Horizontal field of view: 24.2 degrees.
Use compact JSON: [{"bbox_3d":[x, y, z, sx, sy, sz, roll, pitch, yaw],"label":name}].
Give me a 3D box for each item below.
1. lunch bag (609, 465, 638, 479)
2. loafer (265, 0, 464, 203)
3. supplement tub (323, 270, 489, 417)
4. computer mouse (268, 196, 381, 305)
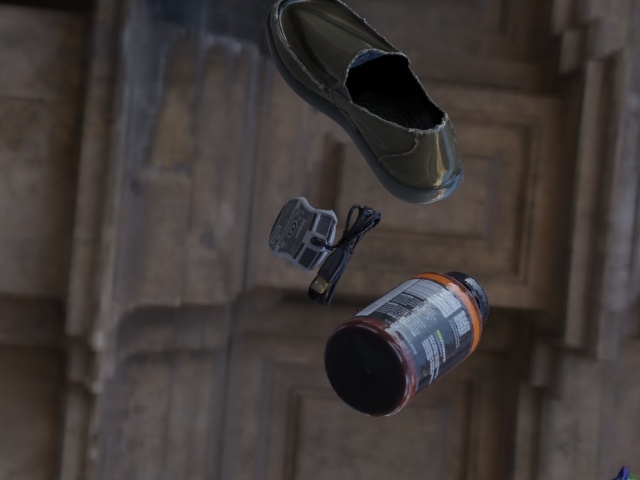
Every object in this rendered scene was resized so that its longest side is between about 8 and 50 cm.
[{"bbox_3d":[0.187,0.225,0.925,0.129,0.096,0.151,57,20,6],"label":"lunch bag"},{"bbox_3d":[0.041,-0.143,1.270,0.251,0.094,0.087,49,-26,28],"label":"loafer"},{"bbox_3d":[0.096,0.097,1.522,0.198,0.106,0.106,-29,135,-50],"label":"supplement tub"},{"bbox_3d":[0.000,0.000,1.481,0.106,0.042,0.193,-64,-159,3],"label":"computer mouse"}]
